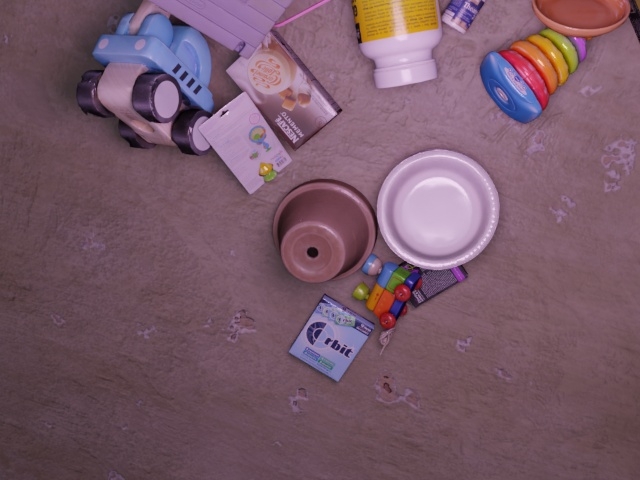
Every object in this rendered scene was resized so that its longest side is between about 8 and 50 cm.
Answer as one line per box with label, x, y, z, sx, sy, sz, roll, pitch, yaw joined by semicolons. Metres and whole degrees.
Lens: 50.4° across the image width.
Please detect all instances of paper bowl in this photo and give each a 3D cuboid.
paper bowl;0.273;-0.071;1.592;0.284;0.148;0.284;2;100;9

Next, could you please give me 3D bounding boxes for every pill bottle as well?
pill bottle;0.325;-0.528;1.510;0.067;0.067;0.120;31;108;-1
pill bottle;0.163;-0.510;1.476;0.188;0.188;0.333;-8;104;11

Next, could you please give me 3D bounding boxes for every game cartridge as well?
game cartridge;-0.229;-0.537;1.335;0.355;0.068;0.230;26;123;-28

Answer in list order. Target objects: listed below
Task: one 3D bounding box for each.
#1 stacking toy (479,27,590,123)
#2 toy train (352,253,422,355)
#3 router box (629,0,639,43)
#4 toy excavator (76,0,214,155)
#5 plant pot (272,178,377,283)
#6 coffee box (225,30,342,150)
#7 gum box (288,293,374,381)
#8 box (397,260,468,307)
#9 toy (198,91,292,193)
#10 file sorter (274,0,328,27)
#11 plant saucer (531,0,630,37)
stacking toy;0.516;-0.411;1.489;0.302;0.166;0.175;-38;88;2
toy train;0.140;0.162;1.708;0.143;0.105;0.248;32;118;16
router box;0.717;-0.436;1.385;0.081;0.243;0.308;-26;101;15
toy excavator;-0.371;-0.472;1.529;0.222;0.433;0.445;9;72;28
plant pot;0.000;0.000;1.627;0.263;0.229;0.263;2;107;7
coffee box;-0.083;-0.353;1.605;0.141;0.098;0.246;-38;97;17
gum box;0.029;0.258;1.793;0.157;0.041;0.184;32;107;-1
box;0.272;0.082;1.714;0.162;0.029;0.116;-33;98;15
toy;-0.182;-0.235;1.629;0.137;0.056;0.237;-39;130;-3
file sorter;-0.093;-0.633;1.421;0.202;0.182;0.290;-24;131;15
plant saucer;0.548;-0.491;1.441;0.200;0.200;0.037;6;142;7
